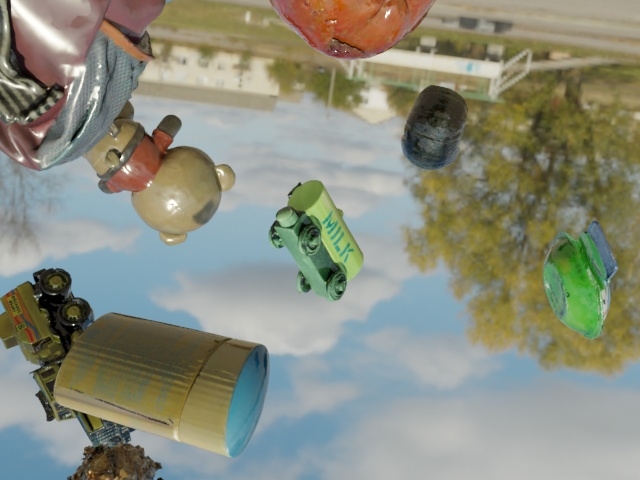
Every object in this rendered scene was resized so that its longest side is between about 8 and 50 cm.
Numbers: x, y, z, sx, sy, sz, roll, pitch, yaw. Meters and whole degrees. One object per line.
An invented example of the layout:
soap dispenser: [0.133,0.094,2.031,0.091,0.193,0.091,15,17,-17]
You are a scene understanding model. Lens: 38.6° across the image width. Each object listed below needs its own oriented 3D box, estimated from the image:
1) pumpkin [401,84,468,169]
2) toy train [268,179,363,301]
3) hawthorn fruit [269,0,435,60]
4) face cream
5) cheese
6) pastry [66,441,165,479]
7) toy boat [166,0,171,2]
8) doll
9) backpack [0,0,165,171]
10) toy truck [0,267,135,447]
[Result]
pumpkin: [0.220,-0.202,1.805,0.119,0.183,0.107,13,-130,8]
toy train: [0.000,0.000,1.737,0.105,0.157,0.253,10,145,37]
hawthorn fruit: [0.022,-0.430,1.390,0.307,0.276,0.276,33,-155,36]
face cream: [-0.183,0.163,1.085,0.285,0.139,0.067,7,145,35]
cheese: [0.463,0.065,1.613,0.083,0.203,0.320,-14,158,-6]
pastry: [-0.424,0.516,1.794,0.193,0.274,0.275,-9,-173,14]
toy boat: [-0.280,-0.503,1.484,0.143,0.129,0.309,0,146,0]
doll: [-0.349,-0.146,1.891,0.330,0.235,0.174,37,-167,-24]
backpack: [-0.224,-0.246,0.680,0.283,0.317,0.197,35,-162,-7]
toy truck: [-0.345,0.167,1.252,0.127,0.127,0.257,-30,-115,-23]
